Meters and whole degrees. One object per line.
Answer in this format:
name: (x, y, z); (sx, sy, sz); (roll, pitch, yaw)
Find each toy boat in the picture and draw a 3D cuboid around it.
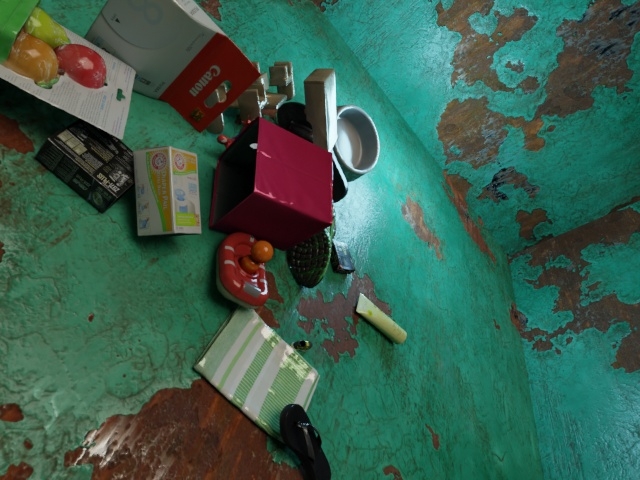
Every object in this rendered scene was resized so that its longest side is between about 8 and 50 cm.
toy boat: (-0.186, 0.058, 1.139); (0.151, 0.151, 0.231); (34, 23, -34)

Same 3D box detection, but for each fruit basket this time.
fruit basket: (-0.607, -0.399, 0.958); (0.353, 0.165, 0.326); (32, 32, -41)

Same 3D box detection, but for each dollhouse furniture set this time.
dollhouse furniture set: (-0.152, -0.448, 1.486); (0.362, 0.395, 0.256); (-67, 158, -52)

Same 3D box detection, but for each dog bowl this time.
dog bowl: (0.130, -0.439, 1.898); (0.349, 0.102, 0.348); (5, 83, -42)

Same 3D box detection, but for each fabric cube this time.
fabric cube: (-0.139, -0.151, 1.239); (0.258, 0.254, 0.258); (19, 58, -34)

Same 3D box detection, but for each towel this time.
towel: (-0.144, 0.337, 1.101); (0.324, 0.038, 0.247); (49, 35, -15)

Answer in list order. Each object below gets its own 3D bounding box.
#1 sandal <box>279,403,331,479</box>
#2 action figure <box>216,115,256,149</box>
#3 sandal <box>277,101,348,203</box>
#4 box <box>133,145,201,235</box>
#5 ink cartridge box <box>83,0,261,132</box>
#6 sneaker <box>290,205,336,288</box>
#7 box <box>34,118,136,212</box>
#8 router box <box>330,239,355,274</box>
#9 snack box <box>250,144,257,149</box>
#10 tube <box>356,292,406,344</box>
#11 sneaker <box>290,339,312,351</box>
sandal: (-0.024, 0.506, 1.057); (0.254, 0.055, 0.097); (64, 30, -17)
action figure: (-0.185, -0.286, 1.355); (0.281, 0.139, 0.091); (19, 56, -31)
sandal: (-0.035, -0.349, 1.664); (0.445, 0.168, 0.107); (60, 29, 0)
box: (-0.365, -0.113, 1.021); (0.114, 0.103, 0.202); (-1, 87, -73)
ink cartridge box: (-0.407, -0.494, 1.166); (0.385, 0.308, 0.091); (42, 37, -26)
sneaker: (0.000, 0.000, 1.439); (0.146, 0.134, 0.343); (51, 46, -58)
box: (-0.516, -0.179, 0.983); (0.180, 0.078, 0.147); (45, 35, -20)
router box: (0.076, 0.063, 1.603); (0.092, 0.038, 0.122); (12, 55, -49)
snack box: (-0.153, -0.206, 1.494); (0.321, 0.060, 0.187); (57, 36, -3)
tube: (0.224, 0.300, 1.597); (0.240, 0.062, 0.070); (41, -4, -17)
sneaker: (-0.048, 0.308, 1.250); (0.083, 0.035, 0.031); (8, 59, -50)
